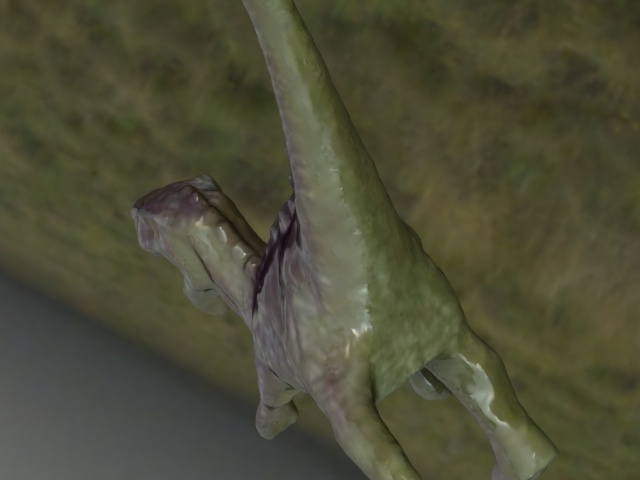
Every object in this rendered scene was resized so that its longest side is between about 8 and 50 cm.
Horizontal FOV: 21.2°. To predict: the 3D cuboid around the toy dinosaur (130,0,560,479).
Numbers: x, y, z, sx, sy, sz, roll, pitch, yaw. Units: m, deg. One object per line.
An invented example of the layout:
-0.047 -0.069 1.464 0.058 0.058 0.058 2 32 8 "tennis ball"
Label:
-0.004 0.003 0.526 0.200 0.072 0.251 53 169 14 "toy dinosaur"
